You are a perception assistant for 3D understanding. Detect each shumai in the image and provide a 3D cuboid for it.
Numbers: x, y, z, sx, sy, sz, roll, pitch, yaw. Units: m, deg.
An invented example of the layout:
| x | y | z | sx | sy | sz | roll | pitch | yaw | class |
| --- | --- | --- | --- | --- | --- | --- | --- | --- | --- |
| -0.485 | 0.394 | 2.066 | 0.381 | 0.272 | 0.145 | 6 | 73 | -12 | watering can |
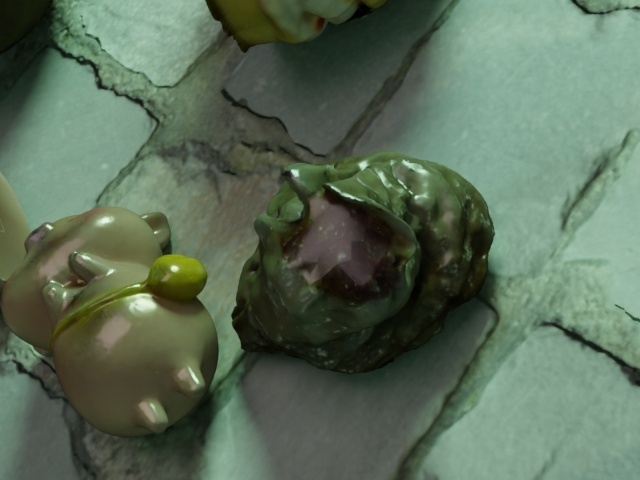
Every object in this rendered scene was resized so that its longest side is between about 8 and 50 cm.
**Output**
| x | y | z | sx | sy | sz | roll | pitch | yaw | class |
| --- | --- | --- | --- | --- | --- | --- | --- | --- | --- |
| 0.003 | -0.003 | 1.330 | 0.218 | 0.185 | 0.183 | 4 | 64 | 35 | shumai |

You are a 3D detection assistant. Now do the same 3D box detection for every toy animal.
| x | y | z | sx | sy | sz | roll | pitch | yaw | class |
| --- | --- | --- | --- | --- | --- | --- | --- | --- | --- |
| -0.169 | 0.065 | 1.433 | 0.165 | 0.149 | 0.248 | -32 | 41 | -5 | toy animal |

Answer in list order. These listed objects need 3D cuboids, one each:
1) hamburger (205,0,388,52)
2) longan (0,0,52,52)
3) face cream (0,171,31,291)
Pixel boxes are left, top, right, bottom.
| x | y | z | sx | sy | sz | roll | pitch | yaw | class |
| --- | --- | --- | --- | --- | --- | --- | --- | --- | --- |
| 0.001 | -0.314 | 1.494 | 0.237 | 0.276 | 0.276 | -15 | 54 | 12 | hamburger |
| -0.400 | -0.311 | 1.713 | 0.319 | 0.319 | 0.318 | -16 | 54 | 24 | longan |
| -0.351 | -0.006 | 1.588 | 0.104 | 0.149 | 0.149 | -27 | 51 | 18 | face cream |
